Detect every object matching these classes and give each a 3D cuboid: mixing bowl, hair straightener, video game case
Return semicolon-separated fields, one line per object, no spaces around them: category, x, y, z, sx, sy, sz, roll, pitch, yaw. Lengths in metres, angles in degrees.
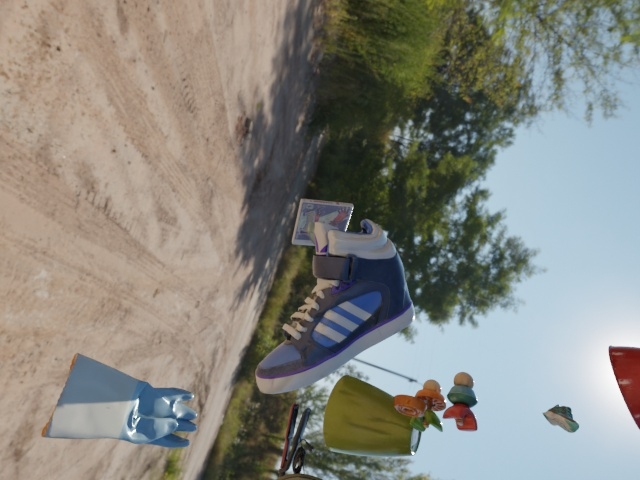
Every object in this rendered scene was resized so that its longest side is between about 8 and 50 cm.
mixing bowl;0.667;0.288;0.833;0.098;0.181;0.181;-29;-151;37
hair straightener;-0.064;0.578;1.157;0.047;0.089;0.230;41;62;-60
video game case;0.004;-0.056;1.480;0.023;0.183;0.201;-98;-162;-46

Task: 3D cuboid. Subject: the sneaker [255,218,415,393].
sneaker;-0.001;0.092;0.739;0.236;0.323;0.130;67;-14;-7

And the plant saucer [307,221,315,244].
plant saucer;0.000;0.000;1.203;0.021;0.119;0.119;-42;170;-18

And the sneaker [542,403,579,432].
sneaker;0.810;0.582;1.393;0.076;0.065;0.166;-37;173;-6

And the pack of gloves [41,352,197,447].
pack of gloves;-0.243;0.261;0.493;0.232;0.046;0.195;52;38;-52

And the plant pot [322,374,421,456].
plant pot;0.202;0.652;1.499;0.275;0.293;0.275;-10;102;-59

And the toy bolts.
toy bolts;0.355;0.468;1.274;0.228;0.218;0.158;-22;-145;42

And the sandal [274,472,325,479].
sandal;0.002;0.649;1.009;0.086;0.303;0.120;-59;153;-65
